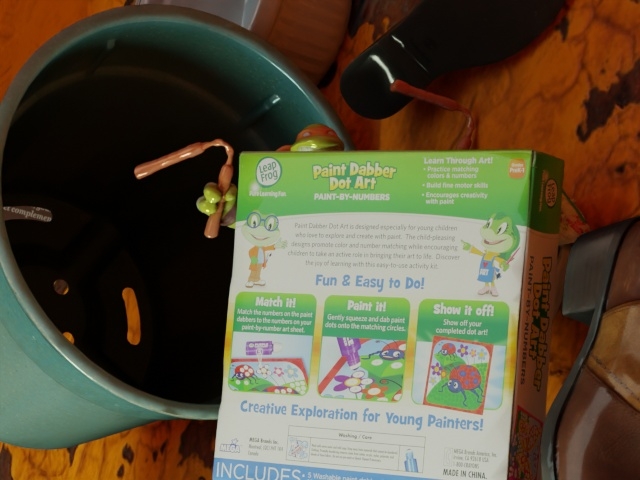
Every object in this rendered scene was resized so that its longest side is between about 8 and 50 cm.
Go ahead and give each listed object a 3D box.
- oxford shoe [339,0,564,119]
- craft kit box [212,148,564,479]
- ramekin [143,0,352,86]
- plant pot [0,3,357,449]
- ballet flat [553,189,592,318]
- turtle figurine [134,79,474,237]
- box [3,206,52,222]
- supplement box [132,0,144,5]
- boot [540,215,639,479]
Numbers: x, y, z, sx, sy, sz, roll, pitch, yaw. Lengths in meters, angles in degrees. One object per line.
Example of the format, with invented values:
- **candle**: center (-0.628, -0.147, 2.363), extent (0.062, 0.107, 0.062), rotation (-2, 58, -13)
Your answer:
- **oxford shoe**: center (0.108, -0.172, 1.577), extent (0.212, 0.076, 0.076), rotation (-25, 16, 36)
- **craft kit box**: center (0.044, 0.059, 1.417), extent (0.250, 0.061, 0.247), rotation (2, 87, 34)
- **ramekin**: center (-0.062, -0.209, 1.791), extent (0.207, 0.109, 0.207), rotation (-28, 54, 47)
- **plant pot**: center (-0.182, 0.023, 1.697), extent (0.334, 0.341, 0.341), rotation (-32, 51, 54)
- **ballet flat**: center (0.120, 0.065, 1.447), extent (0.077, 0.091, 0.241), rotation (38, 113, 28)
- **turtle figurine**: center (0.000, 0.000, 1.557), extent (0.087, 0.269, 0.217), rotation (120, 140, -75)
- **box**: center (-0.416, -0.007, 2.137), extent (0.381, 0.191, 0.143), rotation (-30, 53, 47)
- **supplement box**: center (-0.112, -0.292, 1.925), extent (0.080, 0.078, 0.233), rotation (19, 93, 53)
- **boot**: center (0.278, 0.093, 1.234), extent (0.280, 0.096, 0.264), rotation (-12, 59, 44)
